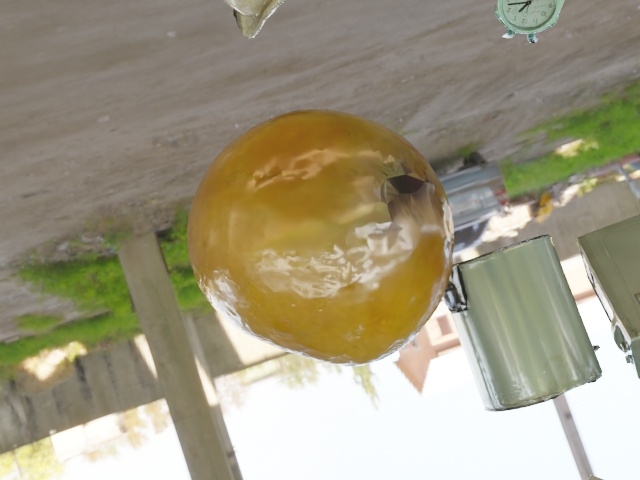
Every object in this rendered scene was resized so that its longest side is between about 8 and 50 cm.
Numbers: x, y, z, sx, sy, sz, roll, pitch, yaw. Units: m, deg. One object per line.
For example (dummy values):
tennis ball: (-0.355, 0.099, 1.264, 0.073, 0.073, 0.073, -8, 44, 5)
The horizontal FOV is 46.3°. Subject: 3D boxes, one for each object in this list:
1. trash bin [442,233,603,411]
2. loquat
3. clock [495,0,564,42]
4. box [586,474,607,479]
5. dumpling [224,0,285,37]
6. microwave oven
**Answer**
trash bin: (0.350, 0.145, 1.337, 0.277, 0.262, 0.217, -14, 172, -28)
loquat: (0.000, 0.000, 0.743, 0.263, 0.263, 0.263, -19, 175, -2)
clock: (0.315, -0.360, 1.137, 0.101, 0.135, 0.041, 12, -139, 7)
box: (0.521, 0.498, 1.390, 0.109, 0.029, 0.198, -42, 178, -10)
dumpling: (-0.076, -0.373, 1.032, 0.150, 0.176, 0.092, 24, 173, 39)
microwave oven: (0.697, 0.110, 1.554, 0.237, 0.295, 0.181, -21, 132, 12)
